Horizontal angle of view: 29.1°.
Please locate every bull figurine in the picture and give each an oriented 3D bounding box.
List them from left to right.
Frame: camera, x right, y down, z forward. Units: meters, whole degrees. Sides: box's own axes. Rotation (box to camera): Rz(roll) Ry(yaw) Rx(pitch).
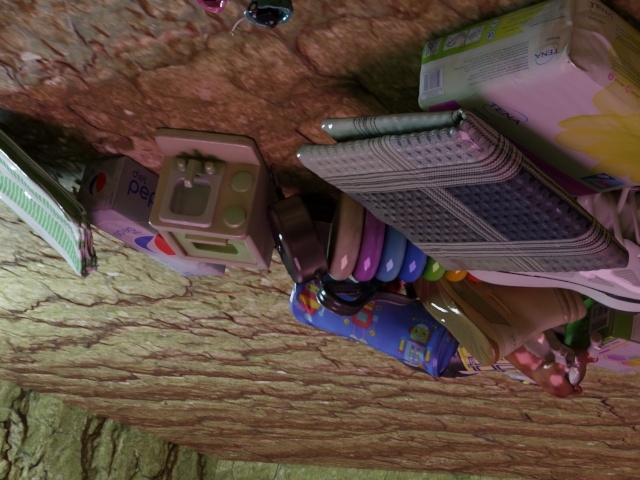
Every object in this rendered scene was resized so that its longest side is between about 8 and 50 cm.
[{"bbox_3d":[0.333,0.150,2.105,0.310,0.101,0.188,34,154,7],"label":"bull figurine"}]

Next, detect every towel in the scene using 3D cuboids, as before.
[{"bbox_3d":[-0.451,-0.064,1.951,0.248,0.038,0.325,43,163,6],"label":"towel"},{"bbox_3d":[0.167,-0.055,1.483,0.312,0.056,0.324,35,159,-30],"label":"towel"}]

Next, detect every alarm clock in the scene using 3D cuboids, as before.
[{"bbox_3d":[-0.044,-0.019,1.838,0.064,0.192,0.129,-19,179,-7],"label":"alarm clock"}]

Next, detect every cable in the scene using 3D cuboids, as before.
[{"bbox_3d":[0.072,0.086,1.962,0.139,0.287,0.072,41,117,2],"label":"cable"}]

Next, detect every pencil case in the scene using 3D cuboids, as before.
[{"bbox_3d":[0.098,0.130,2.120,0.306,0.119,0.133,21,-179,24],"label":"pencil case"}]

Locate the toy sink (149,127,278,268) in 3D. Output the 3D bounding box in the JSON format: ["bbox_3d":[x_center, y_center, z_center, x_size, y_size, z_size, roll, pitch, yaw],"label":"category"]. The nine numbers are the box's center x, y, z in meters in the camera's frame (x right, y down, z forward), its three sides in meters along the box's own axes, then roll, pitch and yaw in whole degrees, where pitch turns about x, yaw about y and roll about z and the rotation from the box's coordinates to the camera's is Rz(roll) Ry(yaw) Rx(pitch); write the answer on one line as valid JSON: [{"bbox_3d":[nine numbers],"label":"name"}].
[{"bbox_3d":[-0.161,-0.054,1.847,0.153,0.131,0.234,7,160,11],"label":"toy sink"}]

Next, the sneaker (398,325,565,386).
[{"bbox_3d":[0.312,0.172,2.254,0.385,0.145,0.147,5,153,-12],"label":"sneaker"}]

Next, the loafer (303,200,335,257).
[{"bbox_3d":[0.000,0.000,1.990,0.080,0.078,0.220,6,160,13],"label":"loafer"}]

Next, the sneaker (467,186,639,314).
[{"bbox_3d":[0.338,-0.023,1.604,0.448,0.169,0.257,2,161,31],"label":"sneaker"}]

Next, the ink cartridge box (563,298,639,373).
[{"bbox_3d":[0.576,0.172,2.133,0.255,0.097,0.189,16,160,-11],"label":"ink cartridge box"}]

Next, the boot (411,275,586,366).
[{"bbox_3d":[0.275,0.066,1.970,0.203,0.262,0.095,-23,138,-21],"label":"boot"}]

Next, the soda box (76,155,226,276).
[{"bbox_3d":[-0.267,-0.034,2.016,0.091,0.098,0.286,-3,155,35],"label":"soda box"}]

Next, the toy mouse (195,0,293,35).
[{"bbox_3d":[-0.086,-0.270,1.349,0.161,0.031,0.143,12,160,-3],"label":"toy mouse"}]

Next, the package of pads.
[{"bbox_3d":[0.288,-0.151,1.374,0.297,0.101,0.229,25,157,-36],"label":"package of pads"}]

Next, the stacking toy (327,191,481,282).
[{"bbox_3d":[0.182,0.015,1.869,0.330,0.141,0.141,9,161,-6],"label":"stacking toy"}]
